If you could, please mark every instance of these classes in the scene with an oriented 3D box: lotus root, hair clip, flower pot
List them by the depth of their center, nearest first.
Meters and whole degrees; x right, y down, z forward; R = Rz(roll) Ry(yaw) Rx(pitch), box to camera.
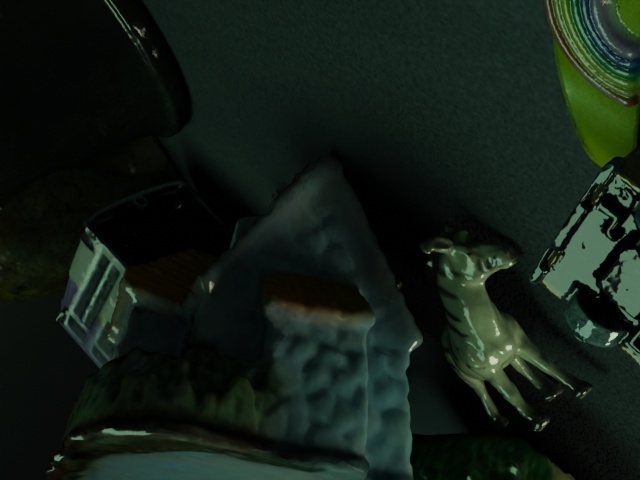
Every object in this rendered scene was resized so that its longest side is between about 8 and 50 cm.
[{"bbox_3d":[0.140,-0.092,0.473,0.060,0.033,0.188,37,160,35],"label":"hair clip"},{"bbox_3d":[-0.360,-0.204,1.115,0.379,0.251,0.379,42,161,18],"label":"flower pot"},{"bbox_3d":[-0.393,-0.048,1.414,0.250,0.346,0.250,48,161,23],"label":"lotus root"}]

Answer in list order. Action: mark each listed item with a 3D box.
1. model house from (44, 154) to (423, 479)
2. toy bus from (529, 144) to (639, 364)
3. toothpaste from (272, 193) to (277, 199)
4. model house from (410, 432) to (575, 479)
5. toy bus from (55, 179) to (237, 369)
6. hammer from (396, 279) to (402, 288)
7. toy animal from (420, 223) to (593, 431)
[{"bbox_3d":[-0.074,0.085,0.924,0.297,0.339,0.360,14,152,-11],"label":"model house"},{"bbox_3d":[0.208,0.034,0.462,0.182,0.103,0.091,42,134,19],"label":"toy bus"},{"bbox_3d":[0.000,0.000,1.041,0.193,0.045,0.071,32,149,57],"label":"toothpaste"},{"bbox_3d":[0.120,0.421,0.982,0.334,0.342,0.382,42,154,-23],"label":"model house"},{"bbox_3d":[-0.147,0.151,1.301,0.440,0.209,0.249,45,130,12],"label":"toy bus"},{"bbox_3d":[0.080,0.088,1.071,0.060,0.028,0.195,39,161,11],"label":"hammer"},{"bbox_3d":[0.141,0.080,0.818,0.176,0.073,0.217,51,169,10],"label":"toy animal"}]
